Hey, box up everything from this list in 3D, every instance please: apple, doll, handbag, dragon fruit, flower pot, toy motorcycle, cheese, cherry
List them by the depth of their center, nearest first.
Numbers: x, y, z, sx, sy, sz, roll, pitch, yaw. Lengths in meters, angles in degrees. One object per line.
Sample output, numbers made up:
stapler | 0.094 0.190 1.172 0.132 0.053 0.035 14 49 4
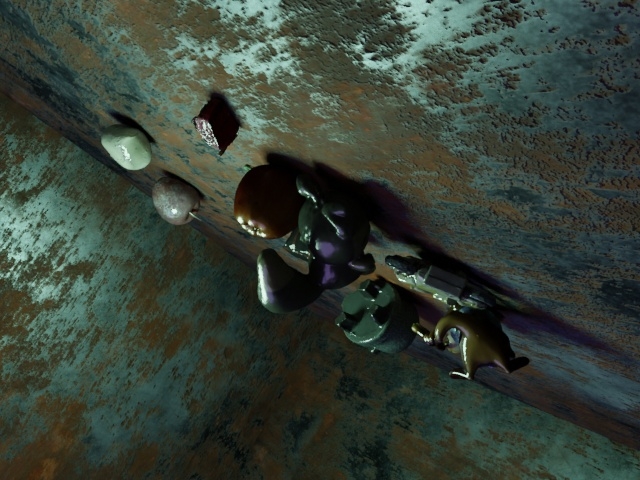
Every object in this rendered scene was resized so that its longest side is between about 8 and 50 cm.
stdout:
dragon fruit | -0.296 -0.318 1.428 0.096 0.102 0.147 18 153 21
doll | -0.006 0.031 1.467 0.252 0.378 0.382 27 150 37
toy motorcycle | 0.350 0.124 1.577 0.340 0.108 0.223 22 175 7
apple | -0.153 -0.116 1.578 0.234 0.234 0.234 29 167 8
doll | 0.457 0.305 1.640 0.317 0.209 0.340 16 -168 3
handbag | 0.000 0.000 1.772 0.215 0.169 0.155 24 168 37
cheese | -0.772 -0.379 2.126 0.198 0.154 0.189 24 145 42
flower pot | 0.220 0.309 2.170 0.282 0.299 0.299 32 169 -38
cherry | -0.696 -0.182 2.562 0.285 0.213 0.236 41 158 -2

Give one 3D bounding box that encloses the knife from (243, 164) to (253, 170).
knife | -0.135 -0.183 1.730 0.293 0.020 0.043 28 168 15
